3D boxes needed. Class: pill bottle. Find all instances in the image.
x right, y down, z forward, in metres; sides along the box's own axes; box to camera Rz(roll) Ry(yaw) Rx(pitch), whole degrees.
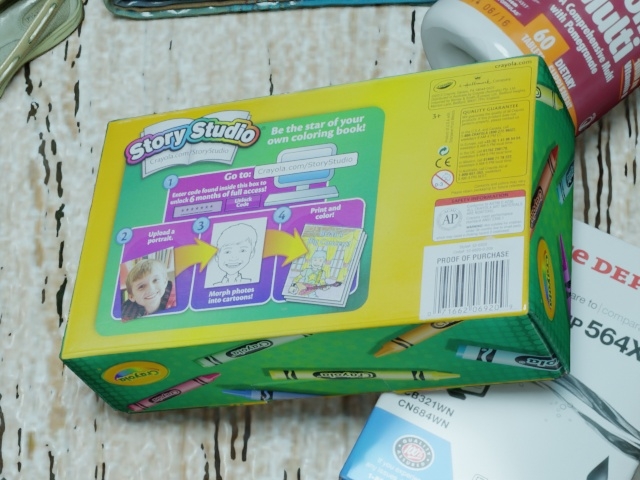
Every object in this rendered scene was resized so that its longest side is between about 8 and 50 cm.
[{"bbox_3d":[0.181,-0.158,0.992,0.221,0.121,0.121,-38,72,-11],"label":"pill bottle"}]

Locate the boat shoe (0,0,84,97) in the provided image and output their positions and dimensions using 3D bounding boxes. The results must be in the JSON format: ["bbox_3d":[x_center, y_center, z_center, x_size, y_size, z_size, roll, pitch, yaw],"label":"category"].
[{"bbox_3d":[-0.221,-0.124,1.032,0.153,0.048,0.056,-40,73,-12],"label":"boat shoe"}]

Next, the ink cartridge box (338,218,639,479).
[{"bbox_3d":[0.121,0.090,0.918,0.148,0.086,0.203,25,73,12],"label":"ink cartridge box"}]

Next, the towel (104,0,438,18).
[{"bbox_3d":[-0.025,-0.329,1.109,0.272,0.040,0.370,-3,69,0],"label":"towel"}]

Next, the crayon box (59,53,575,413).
[{"bbox_3d":[0.000,0.000,0.899,0.279,0.081,0.165,-7,57,22],"label":"crayon box"}]
